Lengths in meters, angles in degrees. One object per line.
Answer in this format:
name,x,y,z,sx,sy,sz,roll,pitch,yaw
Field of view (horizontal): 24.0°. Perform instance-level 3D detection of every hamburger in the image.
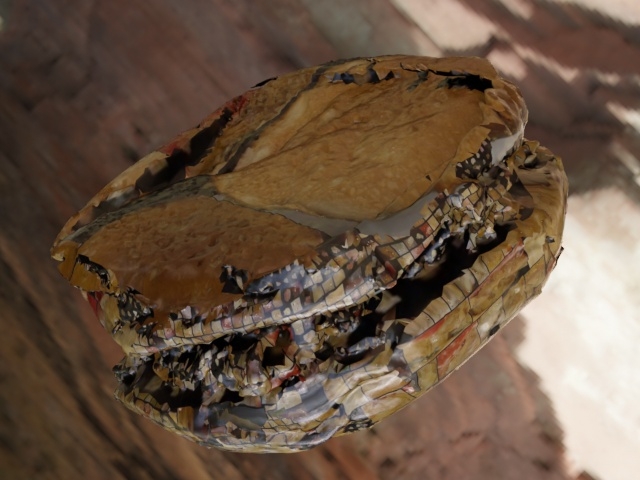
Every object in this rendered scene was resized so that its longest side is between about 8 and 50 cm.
hamburger,0.000,0.000,0.655,0.231,0.231,0.106,22,138,62
